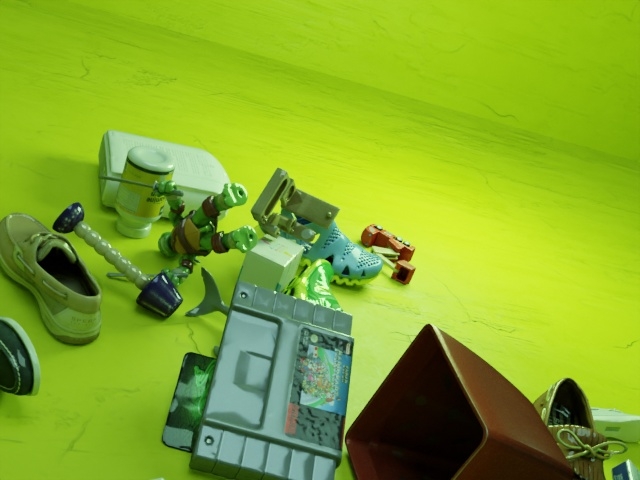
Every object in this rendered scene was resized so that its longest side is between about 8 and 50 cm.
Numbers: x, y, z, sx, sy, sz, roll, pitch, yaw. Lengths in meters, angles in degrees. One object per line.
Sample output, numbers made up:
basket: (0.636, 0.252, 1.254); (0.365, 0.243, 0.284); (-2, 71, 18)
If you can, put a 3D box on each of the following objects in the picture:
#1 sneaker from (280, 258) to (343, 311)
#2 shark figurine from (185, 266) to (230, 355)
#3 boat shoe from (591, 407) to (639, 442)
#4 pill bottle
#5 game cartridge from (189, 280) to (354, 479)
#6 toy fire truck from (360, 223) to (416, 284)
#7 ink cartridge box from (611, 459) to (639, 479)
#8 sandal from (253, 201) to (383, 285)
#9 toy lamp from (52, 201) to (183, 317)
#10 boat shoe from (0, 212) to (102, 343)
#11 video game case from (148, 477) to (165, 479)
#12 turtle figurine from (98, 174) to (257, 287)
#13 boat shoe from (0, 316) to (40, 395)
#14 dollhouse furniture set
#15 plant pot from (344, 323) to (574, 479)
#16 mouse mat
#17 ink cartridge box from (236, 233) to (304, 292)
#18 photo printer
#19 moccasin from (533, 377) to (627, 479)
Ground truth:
sneaker: (-0.018, 0.133, 1.721); (0.123, 0.109, 0.295); (46, 21, -7)
shark figurine: (-0.134, 0.160, 1.541); (0.166, 0.116, 0.278); (8, 30, -28)
boat shoe: (0.606, 0.377, 1.736); (0.184, 0.066, 0.063); (2, 30, -15)
pill bottle: (-0.379, -0.101, 1.782); (0.103, 0.184, 0.103); (17, 26, -8)
game cartridge: (-0.065, 0.236, 1.376); (0.230, 0.068, 0.355); (14, 46, -5)
toy fire truck: (0.170, 0.030, 2.099); (0.192, 0.047, 0.135); (31, 28, 22)
ink cartridge box: (0.582, 0.518, 1.407); (0.224, 0.045, 0.223); (47, 24, -8)
sandal: (0.000, 0.000, 1.930); (0.317, 0.138, 0.126); (22, 23, -2)
toy lamp: (-0.376, 0.040, 1.574); (0.275, 0.080, 0.080); (42, 27, 1)
boat shoe: (-0.480, 0.038, 1.501); (0.122, 0.110, 0.341); (-9, 41, -44)
video game case: (-0.262, 0.403, 1.042); (0.232, 0.042, 0.210); (-1, 33, -39)
turtle figurine: (-0.277, -0.016, 1.647); (0.275, 0.266, 0.197); (37, 49, -40)
boat shoe: (-0.532, 0.152, 1.267); (0.302, 0.114, 0.091); (25, 22, 37)
dollhouse furniture set: (-0.051, -0.065, 1.794); (0.123, 0.144, 0.151); (26, -18, 15)
plant pot: (0.228, 0.339, 1.319); (0.236, 0.267, 0.267); (23, 23, -25)
mouse mat: (-0.166, 0.270, 1.359); (0.153, 0.007, 0.189); (17, 41, -8)
ink cartridge box: (-0.104, 0.052, 1.798); (0.090, 0.092, 0.143); (25, 24, 10)
photo printer: (-0.363, -0.147, 1.977); (0.308, 0.107, 0.256); (10, 28, -23)
moccasin: (0.458, 0.381, 1.504); (0.139, 0.147, 0.380); (23, 25, 5)
